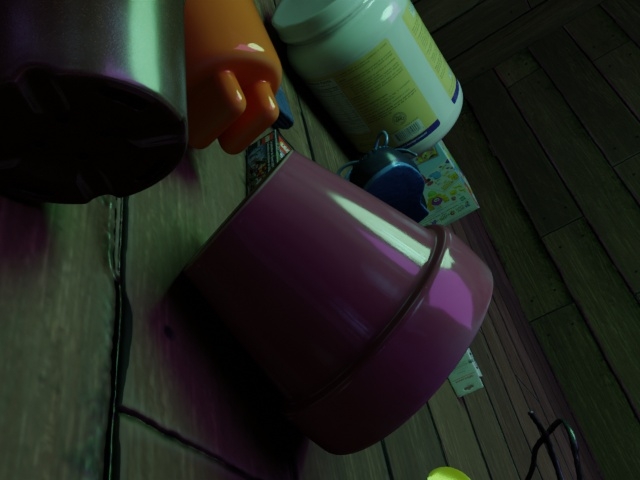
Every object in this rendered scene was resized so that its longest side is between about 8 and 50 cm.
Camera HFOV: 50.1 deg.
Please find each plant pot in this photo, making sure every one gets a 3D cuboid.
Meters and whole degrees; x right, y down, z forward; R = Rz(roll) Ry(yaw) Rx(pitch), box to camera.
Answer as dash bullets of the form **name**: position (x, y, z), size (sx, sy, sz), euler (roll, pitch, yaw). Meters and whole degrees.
- **plant pot**: position (0.002, 0.034, 0.543), size (0.180, 0.201, 0.201), euler (42, 20, -8)
- **plant pot**: position (-0.152, -0.121, 0.408), size (0.167, 0.167, 0.165), euler (33, 41, -57)

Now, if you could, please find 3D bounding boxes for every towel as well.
- **towel**: position (-0.075, -0.212, 0.966), size (0.067, 0.029, 0.119), euler (35, 29, -53)

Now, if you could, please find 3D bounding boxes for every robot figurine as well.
- **robot figurine**: position (-0.116, -0.190, 0.647), size (0.128, 0.158, 0.219), euler (108, -38, -65)

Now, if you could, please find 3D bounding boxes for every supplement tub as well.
- **supplement tub**: position (0.088, -0.326, 1.254), size (0.331, 0.241, 0.241), euler (49, 21, -34)

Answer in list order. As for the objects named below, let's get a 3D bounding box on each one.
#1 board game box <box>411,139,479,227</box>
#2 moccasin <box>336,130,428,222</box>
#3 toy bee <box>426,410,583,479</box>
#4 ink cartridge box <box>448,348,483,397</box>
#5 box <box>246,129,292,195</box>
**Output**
- **board game box**: position (0.213, -0.169, 1.514), size (0.275, 0.144, 0.142), euler (51, 19, -31)
- **moccasin**: position (0.092, -0.088, 1.118), size (0.116, 0.138, 0.342), euler (61, 2, 15)
- **toy bee**: position (0.126, 0.267, 0.611), size (0.195, 0.162, 0.298), euler (-91, 173, -72)
- **ink cartridge box**: position (0.228, 0.207, 1.111), size (0.028, 0.048, 0.083), euler (21, 44, -64)
- **box**: position (0.000, 0.000, 0.807), size (0.233, 0.044, 0.159), euler (48, 21, -34)
